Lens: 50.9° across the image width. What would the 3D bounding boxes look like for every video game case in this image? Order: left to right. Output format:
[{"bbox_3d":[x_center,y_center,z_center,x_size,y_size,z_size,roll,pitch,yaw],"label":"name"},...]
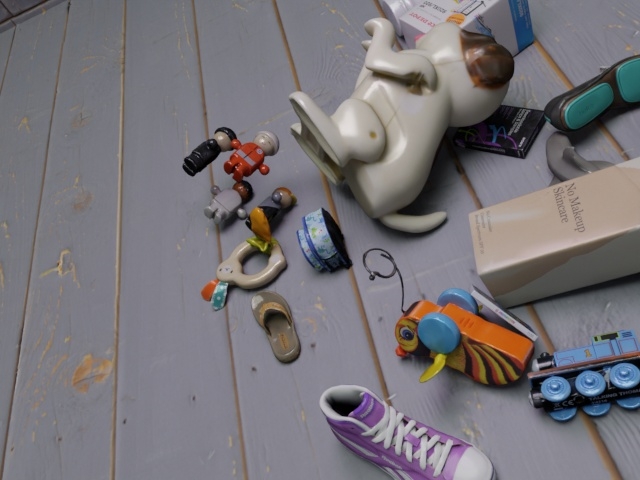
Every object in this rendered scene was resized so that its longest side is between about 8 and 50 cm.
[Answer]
[{"bbox_3d":[0.295,0.115,1.094,0.122,0.087,0.011,36,98,6],"label":"video game case"}]

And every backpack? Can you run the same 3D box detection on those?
[{"bbox_3d":[0.000,0.000,1.350,0.084,0.114,0.105,-23,48,8],"label":"backpack"}]

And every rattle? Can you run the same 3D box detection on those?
[{"bbox_3d":[-0.180,0.042,1.396,0.199,0.143,0.130,-24,65,-1],"label":"rattle"}]

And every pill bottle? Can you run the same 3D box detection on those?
[{"bbox_3d":[0.287,-0.622,1.698,0.245,0.136,0.136,-29,46,3],"label":"pill bottle"}]

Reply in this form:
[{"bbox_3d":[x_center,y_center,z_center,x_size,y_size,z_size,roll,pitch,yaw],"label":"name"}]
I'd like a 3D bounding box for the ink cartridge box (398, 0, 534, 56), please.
[{"bbox_3d":[0.333,-0.483,1.540,0.232,0.168,0.171,-38,47,-5],"label":"ink cartridge box"}]

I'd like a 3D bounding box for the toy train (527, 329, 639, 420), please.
[{"bbox_3d":[0.403,0.203,1.013,0.184,0.080,0.105,-16,39,17],"label":"toy train"}]

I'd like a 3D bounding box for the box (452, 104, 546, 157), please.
[{"bbox_3d":[0.375,-0.236,1.413,0.162,0.029,0.116,18,64,35],"label":"box"}]

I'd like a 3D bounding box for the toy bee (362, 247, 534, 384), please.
[{"bbox_3d":[0.199,0.150,1.130,0.195,0.162,0.298,-19,53,-32],"label":"toy bee"}]

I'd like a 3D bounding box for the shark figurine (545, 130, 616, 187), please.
[{"bbox_3d":[0.494,-0.133,1.203,0.278,0.116,0.166,24,69,46],"label":"shark figurine"}]

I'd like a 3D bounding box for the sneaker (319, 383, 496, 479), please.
[{"bbox_3d":[0.118,0.302,1.016,0.282,0.161,0.102,12,58,32],"label":"sneaker"}]

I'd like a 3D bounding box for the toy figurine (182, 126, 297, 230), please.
[{"bbox_3d":[-0.173,-0.139,1.490,0.213,0.210,0.148,8,41,39],"label":"toy figurine"}]

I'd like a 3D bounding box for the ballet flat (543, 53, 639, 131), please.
[{"bbox_3d":[0.560,-0.299,1.320,0.280,0.095,0.096,-23,21,-10],"label":"ballet flat"}]

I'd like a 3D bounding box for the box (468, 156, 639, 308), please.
[{"bbox_3d":[0.419,-0.010,1.114,0.311,0.121,0.148,-20,46,23],"label":"box"}]

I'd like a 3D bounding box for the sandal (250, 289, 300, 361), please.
[{"bbox_3d":[-0.090,0.158,1.312,0.072,0.049,0.180,-30,46,1],"label":"sandal"}]

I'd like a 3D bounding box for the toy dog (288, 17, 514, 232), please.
[{"bbox_3d":[0.188,-0.260,1.322,0.408,0.284,0.395,-40,77,-5],"label":"toy dog"}]
